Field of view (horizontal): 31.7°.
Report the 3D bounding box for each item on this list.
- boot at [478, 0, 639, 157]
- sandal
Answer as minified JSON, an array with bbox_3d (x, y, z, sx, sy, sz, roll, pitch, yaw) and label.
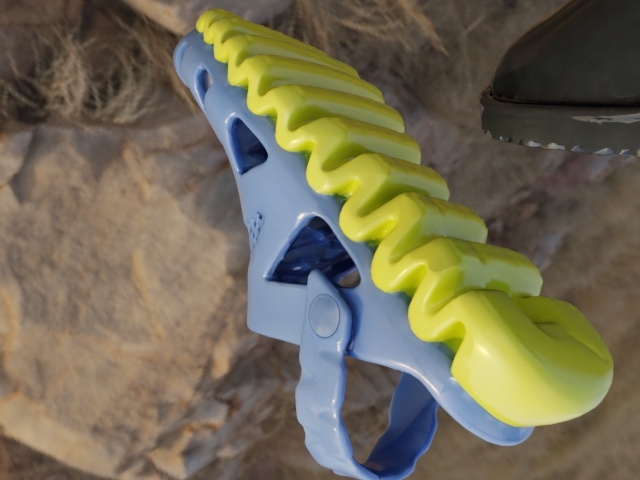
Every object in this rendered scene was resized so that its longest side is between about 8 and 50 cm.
[{"bbox_3d":[0.141,-0.133,0.398,0.094,0.207,0.246,-7,-170,-23],"label":"boot"},{"bbox_3d":[0.000,0.000,0.585,0.126,0.317,0.138,12,125,-46],"label":"sandal"}]
